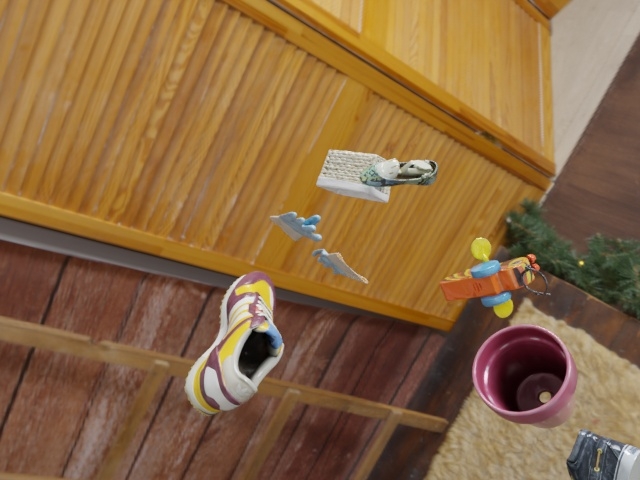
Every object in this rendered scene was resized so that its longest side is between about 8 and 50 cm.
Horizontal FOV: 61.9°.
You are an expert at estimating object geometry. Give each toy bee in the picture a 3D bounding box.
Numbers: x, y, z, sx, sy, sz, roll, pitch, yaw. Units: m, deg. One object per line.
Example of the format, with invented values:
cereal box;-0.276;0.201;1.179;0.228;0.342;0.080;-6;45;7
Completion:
toy bee;0.446;0.097;1.288;0.298;0.162;0.195;18;124;48

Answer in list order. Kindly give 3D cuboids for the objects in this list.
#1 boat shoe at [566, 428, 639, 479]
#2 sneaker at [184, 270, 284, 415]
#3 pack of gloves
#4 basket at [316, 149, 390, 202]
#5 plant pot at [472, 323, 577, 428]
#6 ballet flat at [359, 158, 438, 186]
boat shoe;0.395;0.367;0.763;0.083;0.065;0.183;15;95;49
sneaker;-0.067;0.095;0.557;0.084;0.069;0.185;-25;30;31
pack of gloves;0.000;0.000;1.091;0.046;0.195;0.232;-50;12;-9
basket;0.092;-0.167;1.374;0.167;0.113;0.103;13;88;36
plant pot;0.453;0.309;1.140;0.201;0.180;0.201;-25;41;24
ballet flat;0.183;-0.161;1.218;0.070;0.188;0.070;175;90;-72
